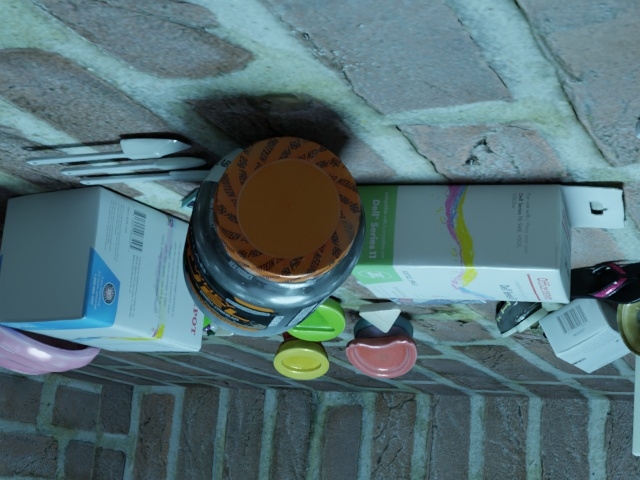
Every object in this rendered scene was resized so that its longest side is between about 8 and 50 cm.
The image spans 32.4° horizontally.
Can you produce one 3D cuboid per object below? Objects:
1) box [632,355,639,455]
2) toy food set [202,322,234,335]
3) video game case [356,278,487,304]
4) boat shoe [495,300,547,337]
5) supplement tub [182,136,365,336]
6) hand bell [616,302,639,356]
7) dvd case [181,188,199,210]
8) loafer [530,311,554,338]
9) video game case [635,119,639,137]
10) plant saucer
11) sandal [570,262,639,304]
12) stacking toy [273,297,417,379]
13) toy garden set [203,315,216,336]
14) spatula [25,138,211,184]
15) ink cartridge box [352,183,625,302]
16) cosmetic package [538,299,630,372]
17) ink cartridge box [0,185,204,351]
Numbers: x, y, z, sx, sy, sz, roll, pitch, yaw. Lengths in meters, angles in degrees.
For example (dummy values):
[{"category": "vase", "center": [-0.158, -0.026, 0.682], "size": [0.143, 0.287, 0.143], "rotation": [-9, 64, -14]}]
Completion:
[{"category": "box", "center": [0.684, 0.289, 2.156], "size": [0.113, 0.275, 0.094], "rotation": [13, 164, -30]}, {"category": "toy food set", "center": [-0.308, 0.162, 2.348], "size": [0.219, 0.092, 0.306], "rotation": [4, 166, 3]}, {"category": "video game case", "center": [0.190, 0.089, 2.034], "size": [0.183, 0.023, 0.201], "rotation": [-3, 165, 27]}, {"category": "boat shoe", "center": [0.368, 0.132, 2.070], "size": [0.081, 0.069, 0.228], "rotation": [-35, 173, -7]}, {"category": "supplement tub", "center": [-0.062, -0.001, 1.369], "size": [0.207, 0.207, 0.338], "rotation": [7, 165, -8]}, {"category": "hand bell", "center": [0.663, 0.136, 1.960], "size": [0.242, 0.126, 0.126], "rotation": [-2, 170, -25]}, {"category": "dvd case", "center": [-0.134, -0.050, 1.599], "size": [0.119, 0.013, 0.087], "rotation": [9, 165, -22]}, {"category": "loafer", "center": [0.466, 0.179, 2.253], "size": [0.056, 0.050, 0.148], "rotation": [6, 166, -7]}, {"category": "video game case", "center": [0.433, -0.127, 1.084], "size": [0.173, 0.022, 0.190], "rotation": [7, 166, -9]}, {"category": "plant saucer", "center": [-0.515, 0.106, 1.802], "size": [0.332, 0.084, 0.332], "rotation": [38, -170, -8]}, {"category": "sandal", "center": [0.460, 0.067, 1.780], "size": [0.179, 0.067, 0.040], "rotation": [-5, 152, 43]}, {"category": "stacking toy", "center": [0.052, 0.171, 2.348], "size": [0.309, 0.130, 0.279], "rotation": [1, 140, 4]}, {"category": "toy garden set", "center": [-0.171, 0.104, 1.910], "size": [0.204, 0.049, 0.244], "rotation": [-37, -169, -6]}, {"category": "spatula", "center": [-0.250, -0.100, 1.433], "size": [0.242, 0.019, 0.168], "rotation": [-1, 171, 24]}, {"category": "ink cartridge box", "center": [0.228, 0.008, 1.491], "size": [0.353, 0.119, 0.207], "rotation": [0, 165, 17]}, {"category": "cosmetic package", "center": [0.511, 0.178, 2.086], "size": [0.117, 0.085, 0.231], "rotation": [-32, 151, 19]}, {"category": "ink cartridge box", "center": [-0.329, 0.055, 1.699], "size": [0.197, 0.198, 0.270], "rotation": [-5, 163, 32]}]
